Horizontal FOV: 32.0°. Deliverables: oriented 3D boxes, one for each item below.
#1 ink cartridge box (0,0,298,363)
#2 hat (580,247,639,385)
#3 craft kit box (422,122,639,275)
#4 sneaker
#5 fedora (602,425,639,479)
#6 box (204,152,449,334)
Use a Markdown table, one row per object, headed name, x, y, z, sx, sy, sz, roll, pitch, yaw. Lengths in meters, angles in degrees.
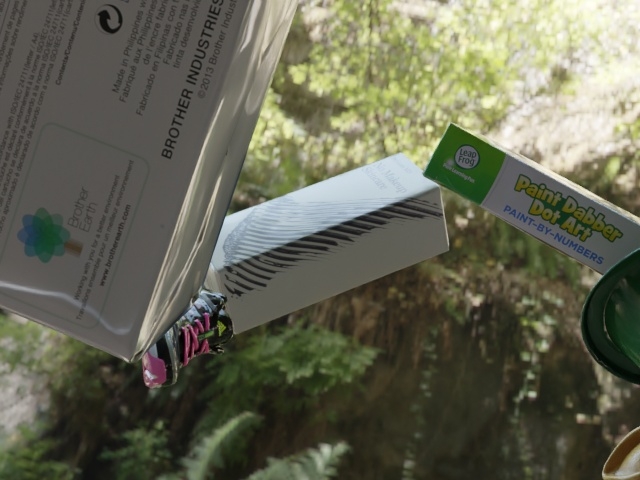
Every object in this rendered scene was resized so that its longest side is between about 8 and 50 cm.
| name | x | y | z | sx | sy | sz | roll | pitch | yaw |
| --- | --- | --- | --- | --- | --- | --- | --- | --- | --- |
| ink cartridge box | -0.239 | -0.128 | 0.728 | 0.396 | 0.151 | 0.270 | 21 | -78 | 4 |
| hat | 0.299 | 0.113 | 0.775 | 0.209 | 0.183 | 0.173 | 1 | -48 | 0 |
| craft kit box | 0.224 | -0.022 | 0.993 | 0.247 | 0.061 | 0.250 | 27 | 9 | 10 |
| sneaker | -0.114 | 0.078 | 0.973 | 0.075 | 0.170 | 0.063 | 1 | -75 | 0 |
| fedora | 0.435 | 0.298 | 1.457 | 0.079 | 0.194 | 0.194 | 39 | -43 | -15 |
| box | 0.000 | 0.000 | 1.280 | 0.275 | 0.113 | 0.094 | -22 | -56 | -14 |
